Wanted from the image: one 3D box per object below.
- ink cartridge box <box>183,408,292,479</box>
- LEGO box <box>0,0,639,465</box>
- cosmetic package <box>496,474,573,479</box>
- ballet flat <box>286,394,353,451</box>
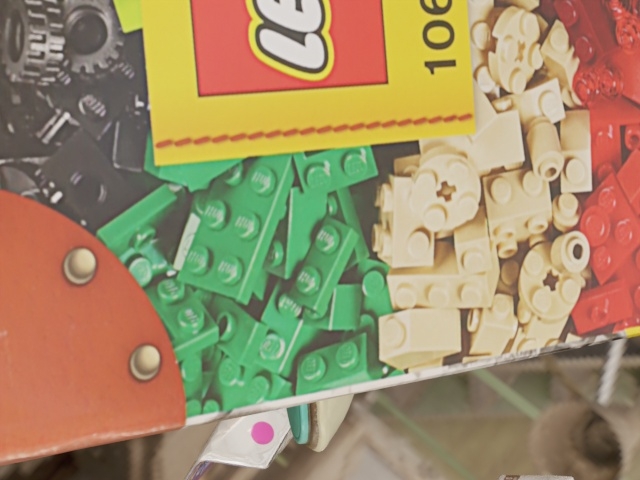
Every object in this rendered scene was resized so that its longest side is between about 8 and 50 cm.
[{"bbox_3d":[-0.004,0.079,1.371,0.371,0.069,0.176,-57,175,13],"label":"ink cartridge box"},{"bbox_3d":[-0.072,-0.073,0.603,0.372,0.500,0.193,-8,96,-33],"label":"LEGO box"},{"bbox_3d":[0.211,0.358,1.539,0.117,0.085,0.231,-39,126,-66],"label":"cosmetic package"},{"bbox_3d":[0.000,0.000,0.924,0.086,0.248,0.086,-12,157,-5],"label":"ballet flat"}]
